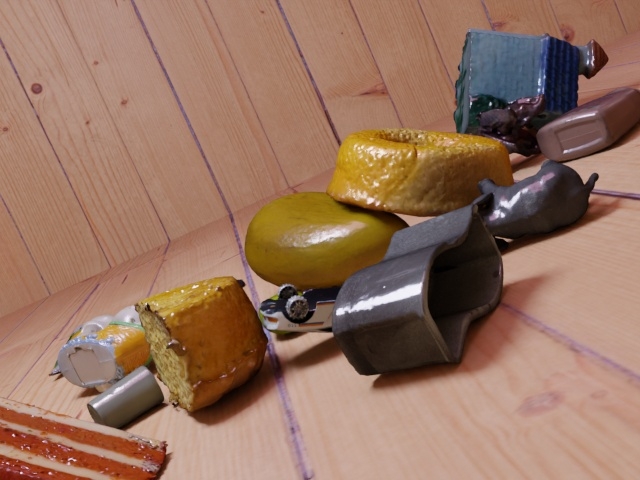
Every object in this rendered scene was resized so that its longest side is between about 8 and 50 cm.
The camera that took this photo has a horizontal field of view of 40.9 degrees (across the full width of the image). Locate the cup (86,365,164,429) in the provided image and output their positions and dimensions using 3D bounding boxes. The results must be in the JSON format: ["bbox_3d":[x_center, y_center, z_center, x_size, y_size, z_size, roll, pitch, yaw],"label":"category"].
[{"bbox_3d":[-0.251,0.203,1.091,0.083,0.054,0.075,-32,13,-30],"label":"cup"}]

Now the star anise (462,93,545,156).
[{"bbox_3d":[0.318,-0.175,1.640,0.283,0.129,0.212,-29,0,28],"label":"star anise"}]

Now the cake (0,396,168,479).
[{"bbox_3d":[-0.302,0.207,0.860,0.262,0.159,0.158,-21,6,10],"label":"cake"}]

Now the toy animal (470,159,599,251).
[{"bbox_3d":[0.235,-0.036,1.130,0.270,0.082,0.137,-21,8,12],"label":"toy animal"}]

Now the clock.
[{"bbox_3d":[-0.321,0.165,1.348,0.231,0.103,0.144,-14,11,37],"label":"clock"}]

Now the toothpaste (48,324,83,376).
[{"bbox_3d":[-0.474,0.208,1.678,0.078,0.047,0.248,-31,11,0],"label":"toothpaste"}]

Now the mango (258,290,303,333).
[{"bbox_3d":[-0.051,0.098,1.178,0.073,0.056,0.108,-21,5,-16],"label":"mango"}]

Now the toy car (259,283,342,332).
[{"bbox_3d":[0.029,0.078,1.027,0.205,0.056,0.095,-4,7,-11],"label":"toy car"}]

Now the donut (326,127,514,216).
[{"bbox_3d":[0.158,-0.108,1.314,0.303,0.110,0.303,4,12,-1],"label":"donut"}]

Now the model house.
[{"bbox_3d":[0.483,-0.339,1.970,0.329,0.251,0.295,-1,-13,3],"label":"model house"}]

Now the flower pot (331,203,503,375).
[{"bbox_3d":[0.106,0.053,0.884,0.108,0.103,0.229,-19,11,32],"label":"flower pot"}]

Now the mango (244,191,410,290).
[{"bbox_3d":[-0.008,0.003,1.348,0.195,0.142,0.332,-29,17,-21],"label":"mango"}]

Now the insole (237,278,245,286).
[{"bbox_3d":[-0.249,0.109,1.774,0.110,0.012,0.309,-30,11,-36],"label":"insole"}]

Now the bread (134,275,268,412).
[{"bbox_3d":[-0.141,0.113,1.038,0.139,0.143,0.229,-28,12,-18],"label":"bread"}]

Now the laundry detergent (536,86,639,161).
[{"bbox_3d":[0.486,-0.214,1.544,0.171,0.076,0.237,-16,12,43],"label":"laundry detergent"}]
